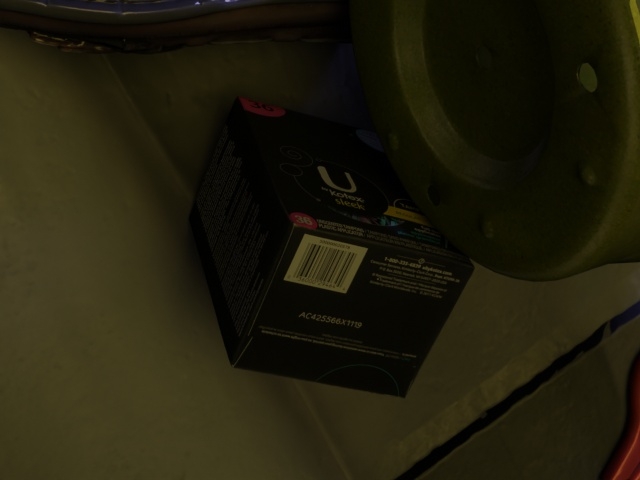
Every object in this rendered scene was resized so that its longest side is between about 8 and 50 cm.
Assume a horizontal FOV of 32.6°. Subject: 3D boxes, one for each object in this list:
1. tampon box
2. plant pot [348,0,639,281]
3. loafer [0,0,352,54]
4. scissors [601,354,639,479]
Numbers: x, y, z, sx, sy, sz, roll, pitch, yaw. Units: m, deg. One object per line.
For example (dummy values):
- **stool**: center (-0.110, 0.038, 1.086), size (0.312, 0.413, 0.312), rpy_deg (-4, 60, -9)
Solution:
- **tampon box**: center (0.000, 0.000, 0.679), size (0.120, 0.161, 0.101), rpy_deg (13, 119, -24)
- **plant pot**: center (0.221, -0.138, 0.620), size (0.353, 0.366, 0.366), rpy_deg (-20, 107, -25)
- **loafer**: center (-0.087, -0.149, 0.666), size (0.303, 0.095, 0.109), rpy_deg (-7, 58, -19)
- **scissors**: center (0.248, 0.216, 0.908), size (0.109, 0.021, 0.297), rpy_deg (32, 86, -26)
